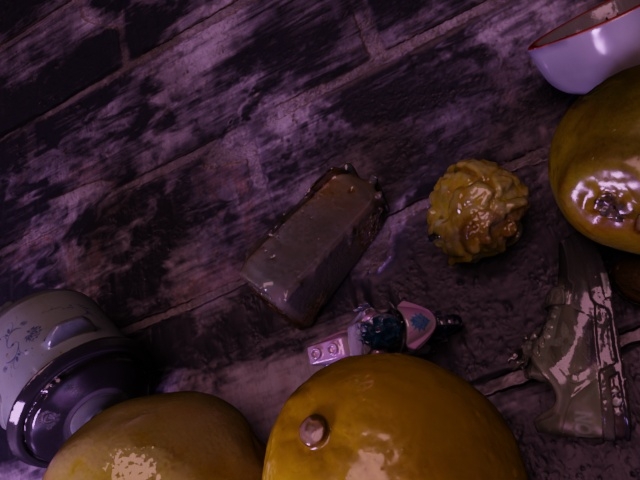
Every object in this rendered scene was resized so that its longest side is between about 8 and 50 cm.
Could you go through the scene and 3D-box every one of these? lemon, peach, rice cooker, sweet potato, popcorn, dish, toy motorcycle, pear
[{"bbox_3d":[0.092,0.307,0.827,0.348,0.348,0.348,-9,66,22],"label":"lemon"},{"bbox_3d":[-0.240,0.375,0.983,0.316,0.314,0.281,-32,44,8],"label":"peach"},{"bbox_3d":[-0.452,0.246,1.153,0.317,0.264,0.316,20,118,43],"label":"rice cooker"},{"bbox_3d":[0.496,0.097,0.868,0.062,0.081,0.233,-37,58,-13],"label":"sweet potato"},{"bbox_3d":[0.239,-0.041,1.013,0.173,0.142,0.173,6,100,37],"label":"popcorn"},{"bbox_3d":[0.458,-0.298,0.977,0.256,0.256,0.117,-26,102,14],"label":"dish"},{"bbox_3d":[0.080,0.143,0.971,0.239,0.204,0.108,-33,67,13],"label":"toy motorcycle"},{"bbox_3d":[0.443,-0.107,0.856,0.321,0.269,0.269,-29,53,-29],"label":"pear"}]

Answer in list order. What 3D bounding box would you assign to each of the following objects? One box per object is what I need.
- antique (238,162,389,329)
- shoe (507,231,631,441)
[{"bbox_3d":[0.000,0.000,1.119,0.125,0.150,0.284,34,78,27],"label":"antique"},{"bbox_3d":[0.334,0.135,0.907,0.149,0.109,0.293,-10,70,15],"label":"shoe"}]
